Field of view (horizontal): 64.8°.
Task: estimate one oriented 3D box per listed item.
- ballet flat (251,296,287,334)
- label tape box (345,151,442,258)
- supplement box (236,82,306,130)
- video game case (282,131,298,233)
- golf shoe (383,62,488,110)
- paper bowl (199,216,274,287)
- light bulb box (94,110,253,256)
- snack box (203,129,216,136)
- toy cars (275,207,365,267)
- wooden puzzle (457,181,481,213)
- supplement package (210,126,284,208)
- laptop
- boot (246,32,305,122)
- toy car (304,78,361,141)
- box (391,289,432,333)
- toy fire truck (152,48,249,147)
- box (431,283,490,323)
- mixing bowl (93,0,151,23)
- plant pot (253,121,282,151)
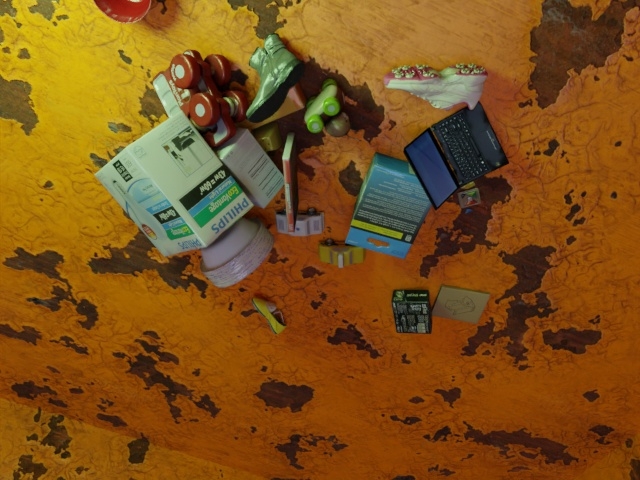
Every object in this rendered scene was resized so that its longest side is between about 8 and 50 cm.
[{"bbox_3d":[-0.214,0.311,2.172,0.077,0.077,0.231,-29,123,0],"label":"ballet flat"},{"bbox_3d":[0.248,-0.118,1.782,0.241,0.105,0.333,16,125,-6],"label":"label tape box"},{"bbox_3d":[-0.166,-0.429,1.626,0.234,0.080,0.078,-19,120,17],"label":"supplement box"},{"bbox_3d":[-0.098,-0.196,1.705,0.025,0.204,0.285,0,125,3],"label":"video game case"},{"bbox_3d":[0.344,-0.457,1.529,0.307,0.115,0.140,2,129,6],"label":"golf shoe"},{"bbox_3d":[-0.321,0.024,1.839,0.284,0.284,0.148,-25,118,22],"label":"paper bowl"},{"bbox_3d":[-0.470,-0.160,1.606,0.358,0.225,0.361,-11,120,53],"label":"light bulb box"},{"bbox_3d":[-0.407,-0.284,1.766,0.187,0.060,0.322,-23,120,20],"label":"snack box"},{"bbox_3d":[0.000,0.000,1.906,0.394,0.087,0.176,35,121,-18],"label":"toy cars"},{"bbox_3d":[0.527,-0.150,1.784,0.079,0.014,0.116,-19,122,19],"label":"wooden puzzle"},{"bbox_3d":[-0.252,-0.242,1.673,0.139,0.133,0.244,20,157,44],"label":"supplement package"},{"bbox_3d":[0.435,-0.269,1.608,0.264,0.136,0.234,-25,107,22],"label":"laptop"},{"bbox_3d":[-0.168,-0.493,1.539,0.246,0.083,0.161,-47,69,17],"label":"boot"},{"bbox_3d":[0.059,-0.386,1.593,0.188,0.155,0.149,31,124,-27],"label":"toy car"},{"bbox_3d":[0.377,0.292,2.067,0.148,0.077,0.180,-2,125,19],"label":"box"},{"bbox_3d":[-0.386,-0.426,1.570,0.254,0.169,0.302,-24,92,38],"label":"toy fire truck"},{"bbox_3d":[0.571,0.262,2.070,0.201,0.021,0.164,11,126,0],"label":"box"},{"bbox_3d":[-0.557,-0.727,1.443,0.182,0.098,0.181,3,125,4],"label":"mixing bowl"},{"bbox_3d":[-0.181,-0.338,1.688,0.081,0.083,0.081,-7,124,11],"label":"plant pot"}]
